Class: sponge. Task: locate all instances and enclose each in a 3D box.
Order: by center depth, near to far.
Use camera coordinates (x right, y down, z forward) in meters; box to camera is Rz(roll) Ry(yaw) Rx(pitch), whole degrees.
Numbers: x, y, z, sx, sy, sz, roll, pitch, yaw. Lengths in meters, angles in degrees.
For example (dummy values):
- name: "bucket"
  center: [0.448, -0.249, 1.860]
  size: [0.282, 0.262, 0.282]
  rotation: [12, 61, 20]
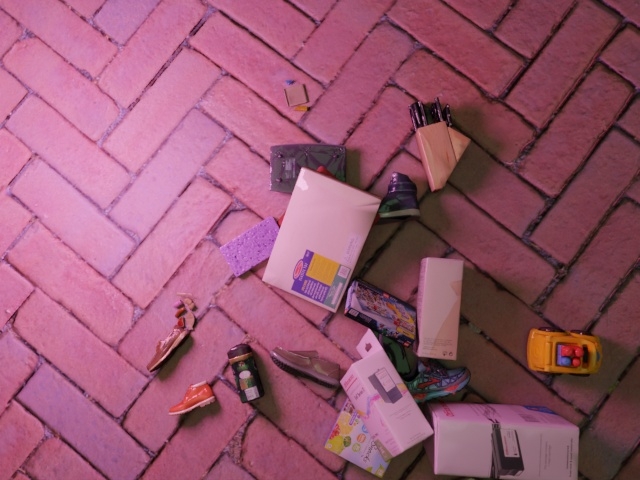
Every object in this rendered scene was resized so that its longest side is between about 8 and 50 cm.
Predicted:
- name: "sponge"
  center: [-0.222, 0.020, 1.945]
  size: [0.210, 0.031, 0.117]
  rotation: [-32, 85, -1]

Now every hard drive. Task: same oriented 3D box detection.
- name: "hard drive"
  center: [-0.041, -0.238, 1.947]
  size: [0.255, 0.054, 0.171]
  rotation: [0, 85, 3]

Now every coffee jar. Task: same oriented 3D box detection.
- name: "coffee jar"
  center: [-0.244, 0.427, 1.879]
  size: [0.079, 0.096, 0.184]
  rotation: [-17, 84, -1]

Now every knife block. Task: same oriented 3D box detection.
- name: "knife block"
  center: [0.356, -0.328, 1.919]
  size: [0.242, 0.088, 0.275]
  rotation: [30, 88, 6]

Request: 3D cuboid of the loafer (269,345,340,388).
- name: "loafer"
  center: [-0.046, 0.399, 1.885]
  size: [0.251, 0.094, 0.087]
  rotation: [25, 62, -4]

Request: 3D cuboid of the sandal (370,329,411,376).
- name: "sandal"
  center: [0.235, 0.351, 1.882]
  size: [0.097, 0.054, 0.254]
  rotation: [-23, 84, 1]

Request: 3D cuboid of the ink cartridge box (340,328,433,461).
- name: "ink cartridge box"
  center: [0.173, 0.469, 1.754]
  size: [0.119, 0.207, 0.353]
  rotation: [-23, 67, -21]

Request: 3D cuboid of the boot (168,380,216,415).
- name: "boot"
  center: [-0.431, 0.520, 1.903]
  size: [0.158, 0.059, 0.084]
  rotation: [-22, 81, -8]

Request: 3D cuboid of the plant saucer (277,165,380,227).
- name: "plant saucer"
  center: [0.017, -0.064, 1.888]
  size: [0.259, 0.048, 0.258]
  rotation: [41, 110, 5]

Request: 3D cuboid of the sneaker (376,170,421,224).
- name: "sneaker"
  center: [0.211, -0.140, 1.915]
  size: [0.226, 0.086, 0.163]
  rotation: [-6, 76, 11]

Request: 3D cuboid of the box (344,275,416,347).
- name: "box"
  center: [0.192, 0.223, 1.822]
  size: [0.233, 0.159, 0.044]
  rotation: [28, 123, -9]

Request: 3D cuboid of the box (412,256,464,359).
- name: "box"
  center: [0.374, 0.213, 1.844]
  size: [0.121, 0.148, 0.310]
  rotation: [6, 87, 2]

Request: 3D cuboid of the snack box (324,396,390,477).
- name: "snack box"
  center: [0.142, 0.627, 1.856]
  size: [0.207, 0.070, 0.174]
  rotation: [26, 86, 3]

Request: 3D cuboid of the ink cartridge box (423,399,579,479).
- name: "ink cartridge box"
  center: [0.520, 0.591, 1.732]
  size: [0.395, 0.285, 0.166]
  rotation: [3, 86, 4]

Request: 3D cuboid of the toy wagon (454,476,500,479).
- name: "toy wagon"
  center: [0.493, 0.921, 1.814]
  size: [0.267, 0.068, 0.344]
  rotation: [-23, 84, 1]

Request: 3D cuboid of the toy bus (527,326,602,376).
- name: "toy bus"
  center: [0.776, 0.348, 1.780]
  size: [0.220, 0.211, 0.149]
  rotation: [4, 84, 2]

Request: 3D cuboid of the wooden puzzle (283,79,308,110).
- name: "wooden puzzle"
  center: [-0.085, -0.497, 1.993]
  size: [0.079, 0.014, 0.116]
  rotation: [-7, 85, -2]

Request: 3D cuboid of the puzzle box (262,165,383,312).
- name: "puzzle box"
  center: [0.000, 0.000, 1.850]
  size: [0.272, 0.052, 0.408]
  rotation: [24, 108, 7]

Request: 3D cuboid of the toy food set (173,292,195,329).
- name: "toy food set"
  center: [-0.458, 0.236, 1.946]
  size: [0.078, 0.019, 0.122]
  rotation: [5, 93, 3]

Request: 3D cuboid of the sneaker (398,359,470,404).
- name: "sneaker"
  center: [0.348, 0.434, 1.828]
  size: [0.262, 0.104, 0.125]
  rotation: [-17, 92, -9]

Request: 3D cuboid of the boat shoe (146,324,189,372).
- name: "boat shoe"
  center: [-0.513, 0.357, 1.917]
  size: [0.060, 0.064, 0.178]
  rotation: [39, 82, 10]
